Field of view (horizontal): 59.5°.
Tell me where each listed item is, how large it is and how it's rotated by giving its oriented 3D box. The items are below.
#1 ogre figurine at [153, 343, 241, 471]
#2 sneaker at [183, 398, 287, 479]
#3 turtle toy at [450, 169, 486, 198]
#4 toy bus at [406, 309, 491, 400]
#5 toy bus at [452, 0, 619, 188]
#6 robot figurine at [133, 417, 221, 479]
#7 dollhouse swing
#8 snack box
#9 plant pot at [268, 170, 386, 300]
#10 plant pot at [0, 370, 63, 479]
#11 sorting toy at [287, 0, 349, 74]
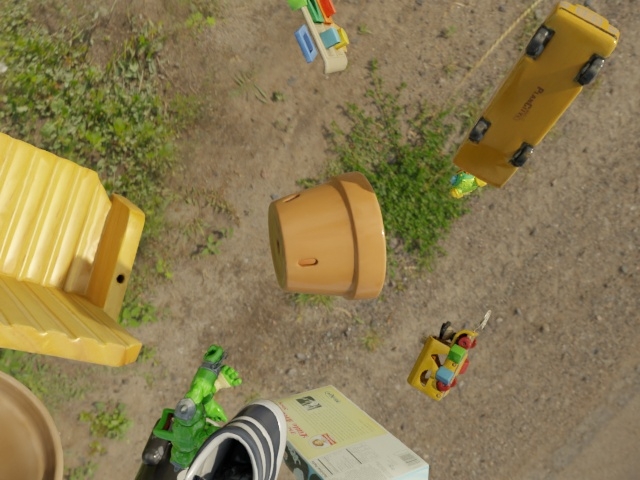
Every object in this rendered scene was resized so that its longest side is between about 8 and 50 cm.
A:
[{"bbox_3d":[-0.186,0.266,0.849,0.097,0.118,0.197,35,123,-1],"label":"ogre figurine"},{"bbox_3d":[-0.106,0.352,0.694,0.099,0.153,0.282,3,85,11],"label":"sneaker"},{"bbox_3d":[0.402,-0.164,1.546,0.095,0.066,0.130,-27,170,21],"label":"turtle toy"},{"bbox_3d":[0.268,0.247,1.228,0.202,0.104,0.191,-43,149,-38],"label":"toy bus"},{"bbox_3d":[0.348,-0.235,0.940,0.108,0.130,0.332,32,139,5],"label":"toy bus"},{"bbox_3d":[-0.272,0.468,1.075,0.174,0.278,0.209,23,116,-7],"label":"robot figurine"},{"bbox_3d":[-0.403,-0.012,0.782,0.347,0.305,0.315,24,70,-40],"label":"dollhouse swing"},{"bbox_3d":[0.025,0.384,1.053,0.187,0.322,0.060,-6,106,-31],"label":"snack box"},{"bbox_3d":[0.000,0.000,1.244,0.204,0.291,0.290,-7,123,-13],"label":"plant pot"},{"bbox_3d":[-0.403,0.245,0.569,0.237,0.237,0.110,33,116,-31],"label":"plant pot"},{"bbox_3d":[0.013,-0.459,1.188,0.047,0.347,0.196,-16,104,21],"label":"sorting toy"}]
